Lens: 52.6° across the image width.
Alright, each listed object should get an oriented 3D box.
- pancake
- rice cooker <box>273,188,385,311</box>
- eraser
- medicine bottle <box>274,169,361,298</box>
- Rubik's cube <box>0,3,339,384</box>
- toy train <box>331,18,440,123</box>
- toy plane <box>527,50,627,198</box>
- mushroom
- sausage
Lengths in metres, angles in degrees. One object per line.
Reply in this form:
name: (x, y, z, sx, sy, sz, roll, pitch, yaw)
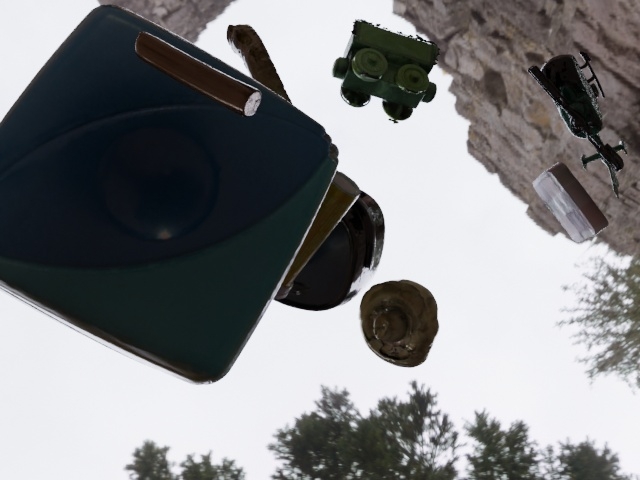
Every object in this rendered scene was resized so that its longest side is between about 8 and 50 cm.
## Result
pancake: (-0.076, -0.199, 1.101, 0.054, 0.197, 0.376, -20, -97, -7)
rice cooker: (0.000, 0.000, 1.265, 0.267, 0.224, 0.267, 5, -75, 20)
eraser: (0.335, -0.050, 0.870, 0.026, 0.065, 0.105, -33, -100, -8)
medicine bottle: (-0.025, -0.009, 0.999, 0.074, 0.074, 0.218, 48, -64, 21)
Rubik's cube: (-0.220, -0.035, 0.842, 0.352, 0.347, 0.351, 28, -106, -11)
toy train: (0.166, -0.430, 1.646, 0.272, 0.159, 0.188, 14, -117, -8)
toy plane: (0.562, -0.262, 1.387, 0.106, 0.381, 0.155, -21, -147, 33)
mushroom: (0.131, 0.141, 1.090, 0.154, 0.122, 0.154, 5, -80, 33)
sausage: (-0.103, -0.138, 0.532, 0.116, 0.026, 0.026, 30, -102, 9)
